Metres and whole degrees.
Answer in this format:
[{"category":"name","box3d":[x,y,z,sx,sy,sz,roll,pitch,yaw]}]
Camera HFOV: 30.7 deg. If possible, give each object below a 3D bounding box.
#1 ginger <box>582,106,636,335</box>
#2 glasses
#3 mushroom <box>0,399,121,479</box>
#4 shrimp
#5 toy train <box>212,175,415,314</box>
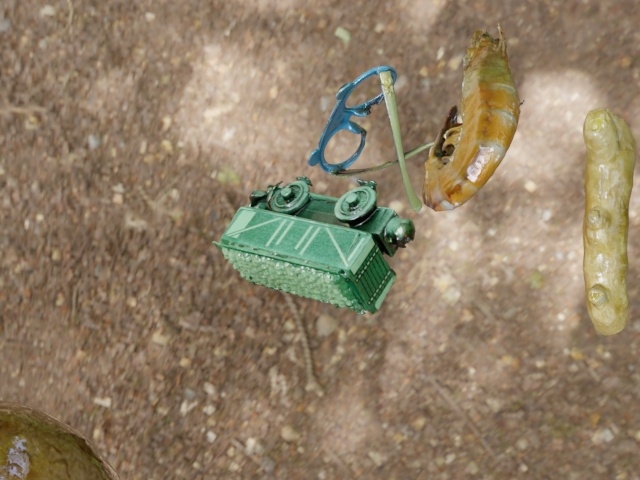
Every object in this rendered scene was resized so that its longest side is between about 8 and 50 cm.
[{"category":"ginger","box3d":[0.379,-0.024,1.533,0.118,0.065,0.298,3,86,-54]},{"category":"glasses","box3d":[0.106,-0.155,1.872,0.207,0.239,0.102,33,45,3]},{"category":"mushroom","box3d":[-0.371,0.299,1.164,0.334,0.356,0.331,21,89,-27]},{"category":"shrimp","box3d":[0.160,-0.130,1.211,0.068,0.150,0.248,32,53,-17]},{"category":"toy train","box3d":[0.000,0.000,1.547,0.269,0.115,0.154,13,64,37]}]
